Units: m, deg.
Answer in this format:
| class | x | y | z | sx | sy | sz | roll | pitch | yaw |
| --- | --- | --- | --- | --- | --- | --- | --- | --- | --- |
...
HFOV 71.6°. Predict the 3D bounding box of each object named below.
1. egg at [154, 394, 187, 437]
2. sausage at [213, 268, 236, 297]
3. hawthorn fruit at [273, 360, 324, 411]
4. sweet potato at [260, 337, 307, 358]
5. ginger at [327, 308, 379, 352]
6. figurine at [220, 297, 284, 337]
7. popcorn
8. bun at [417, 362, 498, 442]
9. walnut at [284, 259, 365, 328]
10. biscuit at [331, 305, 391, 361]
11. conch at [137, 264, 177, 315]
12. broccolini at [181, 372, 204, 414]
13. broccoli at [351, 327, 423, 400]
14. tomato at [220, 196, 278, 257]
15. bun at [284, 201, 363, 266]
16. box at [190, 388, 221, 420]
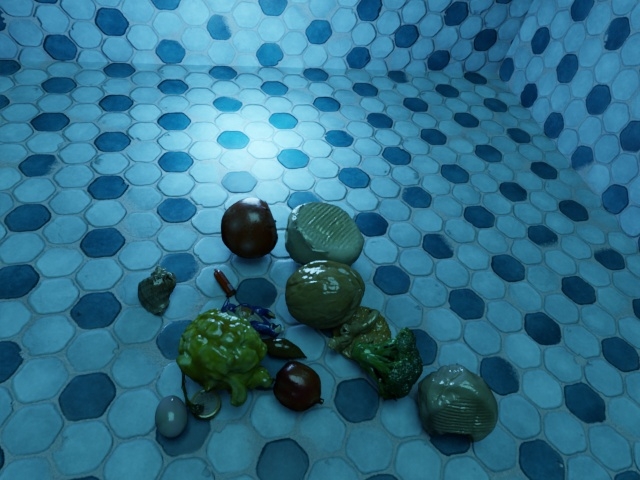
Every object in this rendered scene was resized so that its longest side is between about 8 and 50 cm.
| class | x | y | z | sx | sy | sz | roll | pitch | yaw |
| --- | --- | --- | --- | --- | --- | --- | --- | --- | --- |
| egg | -0.491 | 0.578 | 1.459 | 0.103 | 0.103 | 0.135 | -9 | 49 | -18 |
| sausage | -0.407 | 0.172 | 1.847 | 0.050 | 0.048 | 0.145 | -45 | 65 | 6 |
| hawthorn fruit | -0.069 | 0.515 | 1.564 | 0.188 | 0.169 | 0.169 | 20 | 50 | 6 |
| sweet potato | -0.179 | 0.403 | 1.686 | 0.269 | 0.075 | 0.075 | 9 | 50 | 1 |
| ginger | 0.136 | 0.345 | 1.751 | 0.288 | 0.075 | 0.089 | -33 | 96 | -31 |
| figurine | -0.270 | 0.317 | 1.717 | 0.262 | 0.121 | 0.164 | 26 | 12 | 2 |
| popcorn | -0.328 | 0.388 | 1.539 | 0.335 | 0.279 | 0.274 | 7 | 21 | 9 |
| bun | 0.483 | 0.567 | 1.593 | 0.281 | 0.281 | 0.205 | 8 | 25 | -5 |
| walnut | 0.019 | 0.206 | 1.737 | 0.313 | 0.277 | 0.252 | -14 | 62 | 26 |
| biscuit | 0.165 | 0.377 | 1.799 | 0.254 | 0.035 | 0.254 | 5 | 52 | -6 |
| conch | -0.649 | 0.198 | 1.759 | 0.155 | 0.130 | 0.207 | -13 | 73 | 20 |
| broccolini | -0.454 | 0.514 | 1.514 | 0.052 | 0.054 | 0.194 | -33 | 59 | -9 |
| broccoli | 0.247 | 0.434 | 1.639 | 0.269 | 0.254 | 0.269 | 2 | 44 | -2 |
| tomato | -0.308 | -0.050 | 1.909 | 0.265 | 0.265 | 0.265 | 6 | 51 | -7 |
| bun | 0.000 | 0.000 | 1.967 | 0.359 | 0.211 | 0.360 | 12 | 53 | -16 |
| box | -0.396 | 0.565 | 1.532 | 0.105 | 0.037 | 0.105 | 6 | 51 | -7 |
